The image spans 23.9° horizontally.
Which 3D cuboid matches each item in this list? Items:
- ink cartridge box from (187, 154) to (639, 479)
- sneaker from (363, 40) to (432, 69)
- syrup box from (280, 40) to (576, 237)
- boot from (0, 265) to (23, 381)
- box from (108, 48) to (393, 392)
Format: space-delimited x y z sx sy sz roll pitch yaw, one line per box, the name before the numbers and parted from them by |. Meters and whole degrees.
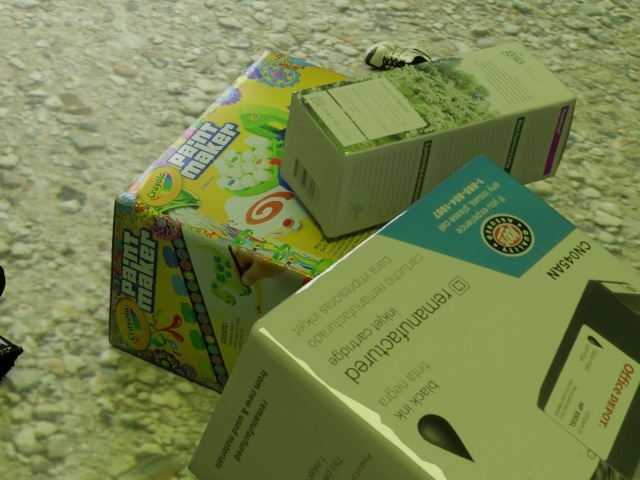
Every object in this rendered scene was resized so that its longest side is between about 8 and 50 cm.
ink cartridge box | 0.160 0.163 1.013 0.395 0.166 0.285 39 44 15
sneaker | 0.093 -0.213 1.774 0.083 0.032 0.037 -6 41 -16
syrup box | 0.093 -0.090 1.294 0.237 0.096 0.093 -15 47 -26
boot | -0.302 0.079 1.335 0.099 0.045 0.121 32 52 29
box | 0.000 0.000 1.384 0.279 0.177 0.290 23 42 15
